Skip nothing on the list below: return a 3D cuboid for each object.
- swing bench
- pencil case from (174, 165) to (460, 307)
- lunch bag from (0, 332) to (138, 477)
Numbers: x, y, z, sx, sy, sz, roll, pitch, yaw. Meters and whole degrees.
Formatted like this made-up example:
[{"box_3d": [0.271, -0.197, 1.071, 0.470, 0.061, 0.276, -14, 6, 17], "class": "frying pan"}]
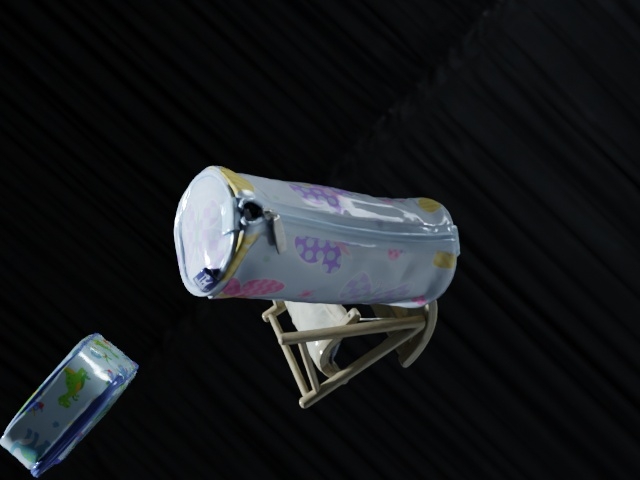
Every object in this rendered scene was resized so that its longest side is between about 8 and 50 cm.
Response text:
[{"box_3d": [0.035, 0.096, 1.769, 0.254, 0.165, 0.253, -21, 37, -6], "class": "swing bench"}, {"box_3d": [0.000, 0.000, 1.019, 0.273, 0.113, 0.124, 7, -34, -36], "class": "pencil case"}, {"box_3d": [-0.331, 0.215, 1.439, 0.176, 0.090, 0.219, -47, 4, -3], "class": "lunch bag"}]
